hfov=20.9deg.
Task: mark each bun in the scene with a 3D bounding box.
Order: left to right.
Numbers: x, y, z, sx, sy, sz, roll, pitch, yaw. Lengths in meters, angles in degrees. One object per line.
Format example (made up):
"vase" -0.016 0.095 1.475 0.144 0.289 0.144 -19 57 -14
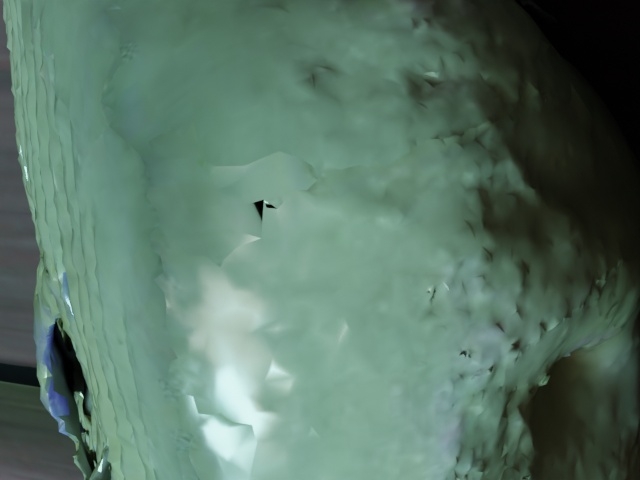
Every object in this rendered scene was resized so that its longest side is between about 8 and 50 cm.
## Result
"bun" -0.001 0.001 0.485 0.273 0.168 0.273 164 90 -77
